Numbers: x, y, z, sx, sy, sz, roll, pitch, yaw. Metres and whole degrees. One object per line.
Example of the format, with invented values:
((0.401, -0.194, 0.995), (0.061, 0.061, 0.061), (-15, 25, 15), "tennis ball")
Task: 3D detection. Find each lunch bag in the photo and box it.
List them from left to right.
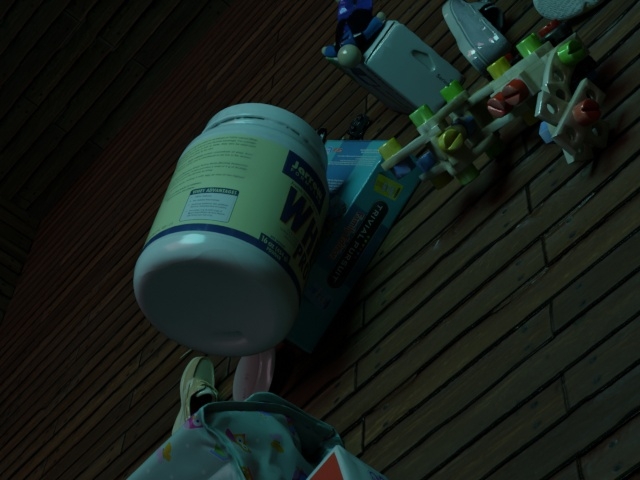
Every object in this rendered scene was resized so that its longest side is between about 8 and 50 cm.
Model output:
((-0.111, 0.307, 1.592), (0.223, 0.160, 0.262), (-45, -22, 22), "lunch bag")

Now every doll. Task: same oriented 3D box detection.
((0.049, -0.333, 2.038), (0.129, 0.046, 0.189), (-31, 36, 29), "doll")

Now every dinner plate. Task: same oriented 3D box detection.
((-0.107, 0.208, 1.964), (0.141, 0.017, 0.141), (-46, 35, 47), "dinner plate")

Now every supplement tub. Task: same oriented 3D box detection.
((-0.117, -0.020, 1.861), (0.235, 0.235, 0.324), (-36, 27, 41), "supplement tub")

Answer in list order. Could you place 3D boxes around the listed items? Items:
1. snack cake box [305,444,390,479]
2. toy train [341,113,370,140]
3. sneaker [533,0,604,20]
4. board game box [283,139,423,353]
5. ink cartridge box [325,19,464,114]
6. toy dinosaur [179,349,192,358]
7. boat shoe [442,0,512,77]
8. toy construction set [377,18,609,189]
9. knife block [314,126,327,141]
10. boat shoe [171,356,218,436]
((-0.020, 0.380, 1.445), (0.264, 0.089, 0.152), (-50, 19, 11), "snack cake box")
((0.034, -0.156, 2.270), (0.158, 0.027, 0.036), (-56, 18, -4), "toy train")
((0.402, -0.406, 1.801), (0.240, 0.091, 0.126), (-41, 6, 34), "sneaker")
((0.000, 0.000, 2.020), (0.336, 0.079, 0.254), (-58, 21, -9), "board game box")
((0.118, -0.283, 2.099), (0.093, 0.154, 0.212), (-55, 20, -3), "ink cartridge box")
((-0.194, 0.142, 2.292), (0.092, 0.053, 0.183), (-61, 7, 30), "toy dinosaur")
((0.253, -0.331, 2.011), (0.081, 0.079, 0.227), (-38, 29, 16), "boat shoe")
((0.240, -0.169, 1.654), (0.215, 0.151, 0.328), (-38, 17, -33), "toy construction set")
((-0.072, -0.082, 2.281), (0.242, 0.088, 0.275), (-83, 14, -82), "knife block")
((-0.191, 0.257, 2.072), (0.059, 0.063, 0.170), (-32, 39, 40), "boat shoe")
